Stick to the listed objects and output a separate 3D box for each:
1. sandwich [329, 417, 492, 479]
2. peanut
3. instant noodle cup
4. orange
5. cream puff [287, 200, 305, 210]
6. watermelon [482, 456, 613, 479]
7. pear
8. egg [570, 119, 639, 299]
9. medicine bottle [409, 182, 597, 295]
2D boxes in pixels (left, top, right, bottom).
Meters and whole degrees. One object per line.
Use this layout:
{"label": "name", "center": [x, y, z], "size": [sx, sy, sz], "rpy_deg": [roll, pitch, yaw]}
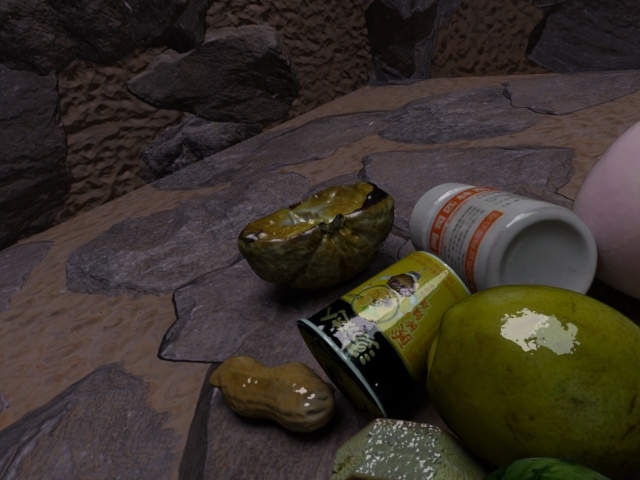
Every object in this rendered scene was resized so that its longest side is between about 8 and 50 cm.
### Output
{"label": "sandwich", "center": [0.116, 0.308, 0.737], "size": [0.258, 0.096, 0.094], "rpy_deg": [-3, 33, 28]}
{"label": "peanut", "center": [-0.085, 0.256, 0.940], "size": [0.263, 0.101, 0.117], "rpy_deg": [0, 4, 33]}
{"label": "instant noodle cup", "center": [0.113, 0.143, 0.878], "size": [0.236, 0.215, 0.216], "rpy_deg": [-36, 31, -15]}
{"label": "orange", "center": [0.000, 0.000, 1.286], "size": [0.369, 0.210, 0.271], "rpy_deg": [-24, 25, -15]}
{"label": "cream puff", "center": [-0.049, -0.059, 1.566], "size": [0.133, 0.104, 0.119], "rpy_deg": [3, 24, 31]}
{"label": "watermelon", "center": [0.242, 0.315, 0.554], "size": [0.215, 0.187, 0.188], "rpy_deg": [16, 0, -43]}
{"label": "pear", "center": [0.292, 0.183, 0.713], "size": [0.307, 0.252, 0.253], "rpy_deg": [22, 35, 10]}
{"label": "egg", "center": [0.594, -0.044, 0.930], "size": [0.340, 0.354, 0.354], "rpy_deg": [-20, 18, 36]}
{"label": "medicine bottle", "center": [0.323, 0.004, 1.061], "size": [0.211, 0.210, 0.371], "rpy_deg": [-18, 16, -7]}
